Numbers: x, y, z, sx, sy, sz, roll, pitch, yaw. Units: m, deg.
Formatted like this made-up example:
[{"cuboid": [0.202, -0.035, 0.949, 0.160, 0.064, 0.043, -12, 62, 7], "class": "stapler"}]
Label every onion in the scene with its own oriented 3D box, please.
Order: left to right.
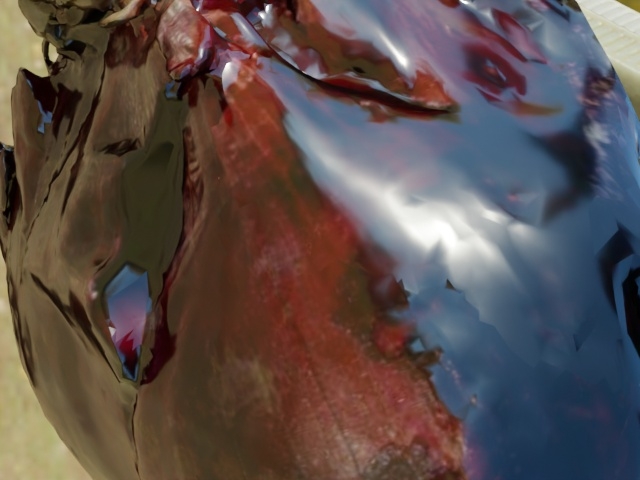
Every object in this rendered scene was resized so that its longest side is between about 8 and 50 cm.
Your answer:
[{"cuboid": [0.007, 0.016, 0.613, 0.281, 0.221, 0.281, -23, 90, -88], "class": "onion"}]

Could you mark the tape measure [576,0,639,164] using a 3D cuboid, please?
[{"cuboid": [0.193, -0.018, 1.215, 0.133, 0.271, 0.231, -31, 144, -52], "class": "tape measure"}]
